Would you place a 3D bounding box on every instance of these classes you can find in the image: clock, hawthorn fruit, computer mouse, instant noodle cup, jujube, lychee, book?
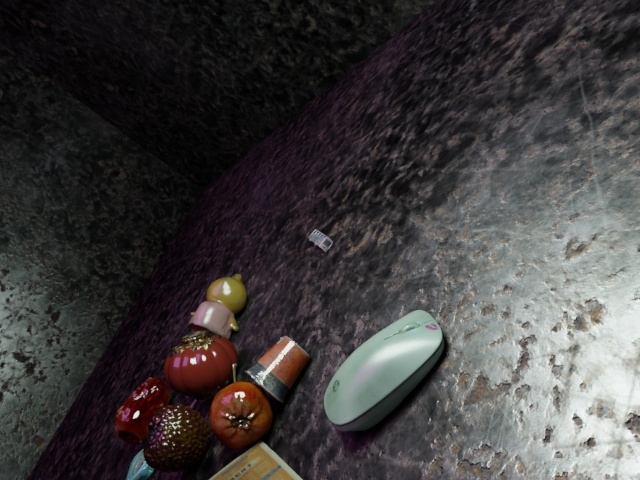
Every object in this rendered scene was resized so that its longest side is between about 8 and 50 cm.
[{"bbox_3d":[-0.561,0.717,1.730,0.147,0.045,0.108,-43,25,19],"label":"clock"},{"bbox_3d":[-0.216,0.411,1.382,0.165,0.165,0.285,-54,21,-3],"label":"hawthorn fruit"},{"bbox_3d":[0.112,0.249,1.061,0.288,0.097,0.159,-50,20,8],"label":"computer mouse"},{"bbox_3d":[-0.100,0.317,1.355,0.135,0.127,0.127,-50,21,-15],"label":"instant noodle cup"},{"bbox_3d":[-0.619,0.597,1.897,0.155,0.155,0.230,-27,24,47],"label":"jujube"},{"bbox_3d":[-0.397,0.550,1.491,0.188,0.188,0.188,-42,24,24],"label":"lychee"},{"bbox_3d":[-0.150,0.526,1.160,0.170,0.018,0.242,-32,14,-24],"label":"book"}]

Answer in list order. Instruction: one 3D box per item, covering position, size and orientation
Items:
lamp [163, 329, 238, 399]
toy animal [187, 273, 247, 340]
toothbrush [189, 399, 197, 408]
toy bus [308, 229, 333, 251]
[{"bbox_3d":[-0.360,0.385,1.642,0.227,0.227,0.226,-42,24,24],"label":"lamp"},{"bbox_3d":[-0.352,0.239,1.889,0.196,0.169,0.281,16,56,21],"label":"toy animal"},{"bbox_3d":[-0.433,0.567,1.731,0.019,0.025,0.275,-18,40,53],"label":"toothbrush"},{"bbox_3d":[0.000,0.000,1.729,0.052,0.037,0.131,-48,21,-3],"label":"toy bus"}]
